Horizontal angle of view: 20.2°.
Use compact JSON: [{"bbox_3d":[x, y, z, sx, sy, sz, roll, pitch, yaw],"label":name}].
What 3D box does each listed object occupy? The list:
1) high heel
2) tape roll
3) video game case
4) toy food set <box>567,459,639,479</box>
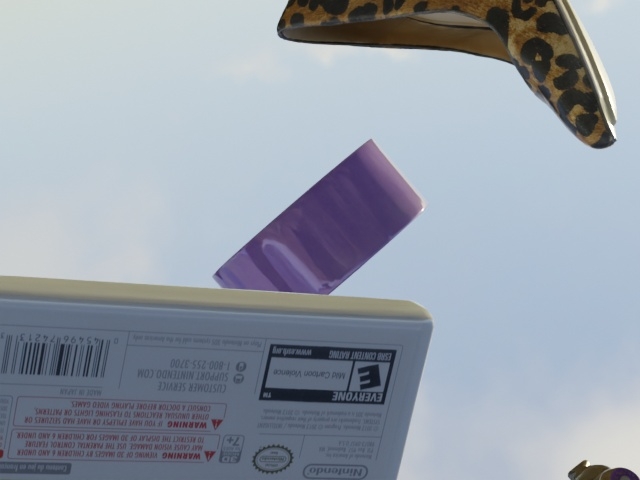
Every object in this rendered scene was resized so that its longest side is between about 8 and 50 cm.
[{"bbox_3d":[0.084,-0.121,1.223,0.186,0.093,0.261,-30,-127,8],"label":"high heel"},{"bbox_3d":[0.000,0.000,1.579,0.189,0.080,0.189,-40,180,0],"label":"tape roll"},{"bbox_3d":[-0.078,0.116,0.759,0.227,0.206,0.026,4,-160,-23],"label":"video game case"},{"bbox_3d":[0.168,0.173,1.177,0.078,0.019,0.122,-40,-170,-11],"label":"toy food set"}]
